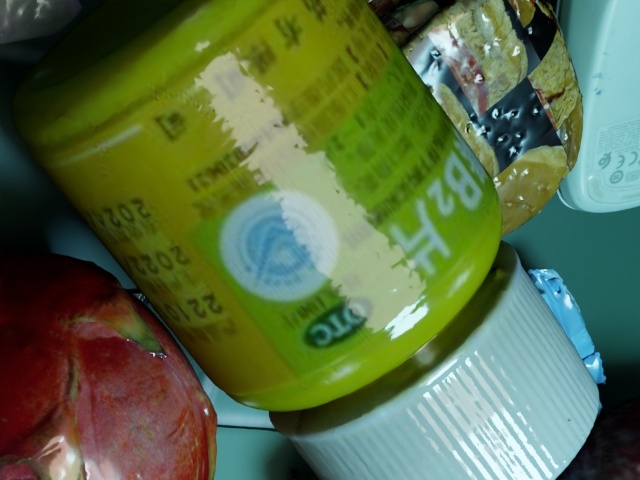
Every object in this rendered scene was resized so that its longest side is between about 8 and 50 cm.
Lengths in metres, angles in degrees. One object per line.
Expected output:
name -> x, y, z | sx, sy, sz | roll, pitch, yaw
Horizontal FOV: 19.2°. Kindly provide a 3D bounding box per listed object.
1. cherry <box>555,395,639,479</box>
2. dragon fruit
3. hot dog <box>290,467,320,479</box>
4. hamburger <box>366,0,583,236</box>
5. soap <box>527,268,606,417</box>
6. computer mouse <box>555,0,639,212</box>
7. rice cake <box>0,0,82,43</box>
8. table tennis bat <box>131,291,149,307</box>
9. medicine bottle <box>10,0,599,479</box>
cherry -> 0.272, 0.248, 1.574 | 0.203, 0.230, 0.300 | 32, 106, 3
dragon fruit -> -0.186, 0.126, 1.199 | 0.241, 0.252, 0.241 | -16, 159, -6
hot dog -> 0.031, 0.248, 1.513 | 0.072, 0.055, 0.188 | -40, 129, -11
hamburger -> 0.084, -0.087, 1.360 | 0.231, 0.107, 0.231 | -14, 118, -29
soap -> 0.116, 0.160, 1.482 | 0.293, 0.077, 0.156 | -51, 131, -24
computer mouse -> 0.242, -0.156, 1.443 | 0.159, 0.097, 0.288 | -17, 133, -22
rice cake -> -0.314, -0.119, 1.104 | 0.365, 0.073, 0.056 | -15, 121, -26
table tennis bat -> -0.135, 0.052, 1.341 | 0.083, 0.007, 0.050 | -49, 128, -3
medicine bottle -> 0.000, 0.000, 1.203 | 0.224, 0.224, 0.384 | -40, 109, -12
